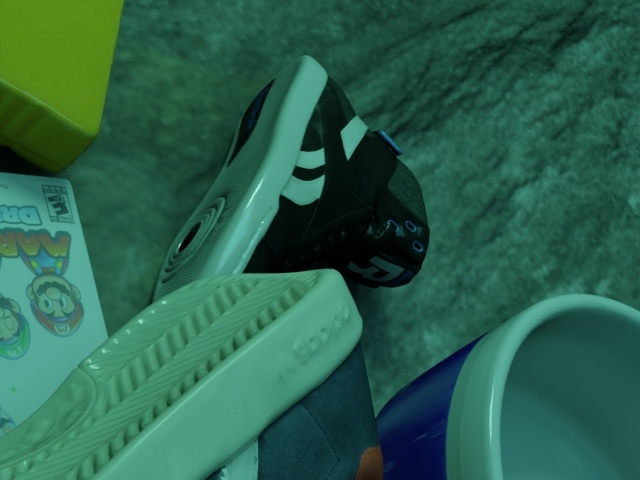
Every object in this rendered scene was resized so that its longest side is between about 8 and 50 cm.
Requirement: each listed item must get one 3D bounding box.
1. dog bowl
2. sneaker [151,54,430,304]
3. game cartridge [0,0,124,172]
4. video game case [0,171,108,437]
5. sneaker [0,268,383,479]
[{"bbox_3d":[0.146,0.168,0.741,0.265,0.104,0.265,26,46,-31],"label":"dog bowl"},{"bbox_3d":[0.000,0.000,0.733,0.121,0.079,0.217,41,40,-16],"label":"sneaker"},{"bbox_3d":[-0.231,-0.212,0.664,0.324,0.053,0.285,29,46,-29],"label":"game cartridge"},{"bbox_3d":[-0.159,0.033,0.595,0.157,0.019,0.143,4,60,-44],"label":"video game case"},{"bbox_3d":[-0.087,0.141,0.516,0.350,0.131,0.148,-32,111,-41],"label":"sneaker"}]
